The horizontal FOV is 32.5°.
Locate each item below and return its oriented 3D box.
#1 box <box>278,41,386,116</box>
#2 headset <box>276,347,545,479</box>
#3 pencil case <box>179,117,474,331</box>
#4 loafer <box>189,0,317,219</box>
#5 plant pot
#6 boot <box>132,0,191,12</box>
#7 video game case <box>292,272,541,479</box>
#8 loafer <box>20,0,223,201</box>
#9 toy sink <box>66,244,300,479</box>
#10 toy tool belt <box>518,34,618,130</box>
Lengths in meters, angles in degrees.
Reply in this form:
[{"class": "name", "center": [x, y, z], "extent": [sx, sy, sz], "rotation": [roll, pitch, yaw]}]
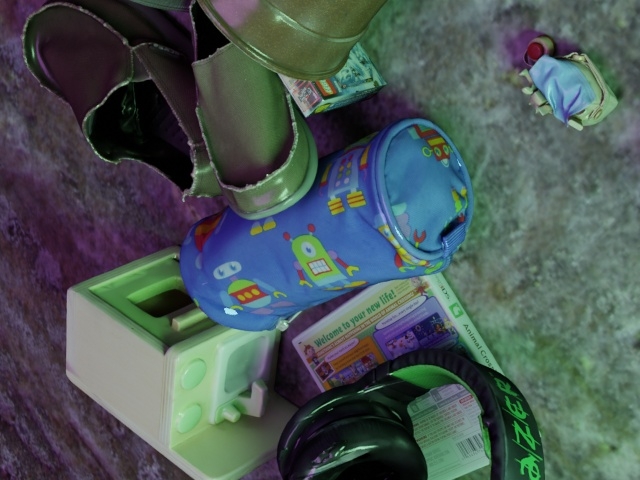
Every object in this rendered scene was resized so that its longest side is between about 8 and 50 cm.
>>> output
[{"class": "box", "center": [-0.013, -0.173, 0.925], "extent": [0.027, 0.094, 0.137], "rotation": [-38, 80, 39]}, {"class": "headset", "center": [0.009, 0.240, 0.933], "extent": [0.394, 0.185, 0.243], "rotation": [-42, 37, 35]}, {"class": "pencil case", "center": [0.000, 0.000, 0.974], "extent": [0.306, 0.119, 0.133], "rotation": [-24, 102, 47]}, {"class": "loafer", "center": [-0.073, -0.124, 0.932], "extent": [0.094, 0.087, 0.251], "rotation": [-27, 51, 10]}, {"class": "plant pot", "center": [0.007, -0.237, 0.839], "extent": [0.165, 0.167, 0.167], "rotation": [-39, 80, 40]}, {"class": "boot", "center": [-0.150, -0.295, 0.914], "extent": [0.229, 0.263, 0.091], "rotation": [-51, 36, 39]}, {"class": "video game case", "center": [0.081, 0.135, 1.029], "extent": [0.212, 0.023, 0.193], "rotation": [-38, 81, 48]}, {"class": "loafer", "center": [-0.189, -0.151, 1.083], "extent": [0.366, 0.130, 0.133], "rotation": [29, 126, 33]}, {"class": "toy sink", "center": [-0.132, 0.120, 1.137], "extent": [0.234, 0.153, 0.131], "rotation": [31, 127, 33]}, {"class": "toy tool belt", "center": [0.173, -0.115, 0.801], "extent": [0.083, 0.051, 0.052], "rotation": [50, 135, 16]}]
